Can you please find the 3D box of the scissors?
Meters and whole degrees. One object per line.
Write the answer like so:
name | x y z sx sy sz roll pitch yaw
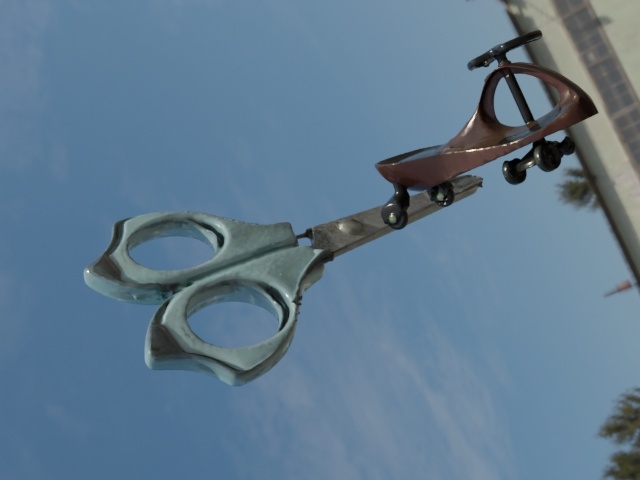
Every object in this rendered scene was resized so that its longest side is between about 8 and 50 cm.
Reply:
scissors | 0.000 -0.001 0.714 0.360 0.029 0.191 -22 -134 -28

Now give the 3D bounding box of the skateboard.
skateboard | 0.096 -0.068 0.545 0.067 0.151 0.080 -23 -89 -47
